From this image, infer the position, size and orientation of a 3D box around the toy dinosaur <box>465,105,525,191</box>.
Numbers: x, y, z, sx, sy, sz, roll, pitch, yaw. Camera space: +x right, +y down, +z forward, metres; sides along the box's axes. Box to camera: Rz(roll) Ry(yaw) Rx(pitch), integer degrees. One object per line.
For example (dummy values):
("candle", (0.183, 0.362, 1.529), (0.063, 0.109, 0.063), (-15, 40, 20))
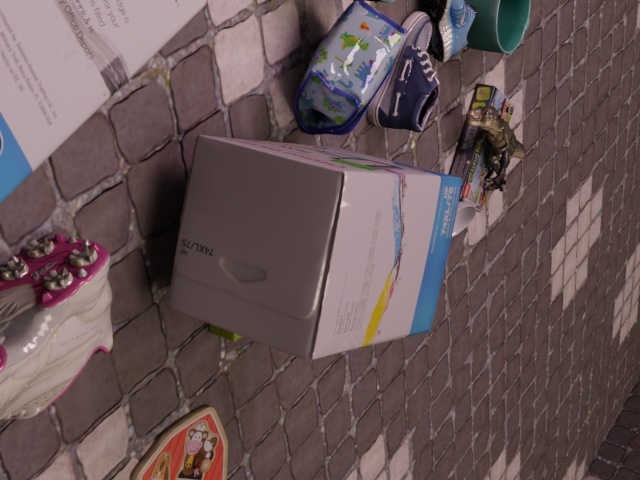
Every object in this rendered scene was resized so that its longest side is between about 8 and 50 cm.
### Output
("toy dinosaur", (0.316, -0.149, 1.645), (0.268, 0.064, 0.118), (23, 78, -61))

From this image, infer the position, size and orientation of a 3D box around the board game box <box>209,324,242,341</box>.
("board game box", (-0.092, 0.022, 1.162), (0.092, 0.043, 0.181), (-25, 124, -51))

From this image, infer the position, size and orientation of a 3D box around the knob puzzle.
("knob puzzle", (-0.167, 0.303, 1.184), (0.213, 0.030, 0.213), (-30, 128, -48))

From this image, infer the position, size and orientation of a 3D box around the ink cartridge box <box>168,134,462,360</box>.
("ink cartridge box", (0.000, 0.000, 1.063), (0.270, 0.198, 0.197), (-4, 108, -57))

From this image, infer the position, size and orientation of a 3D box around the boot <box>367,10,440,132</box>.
("boot", (0.144, -0.243, 1.372), (0.069, 0.086, 0.190), (37, 72, -57))

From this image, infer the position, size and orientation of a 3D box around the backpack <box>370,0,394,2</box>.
("backpack", (0.055, -0.387, 1.116), (0.165, 0.144, 0.189), (-2, 102, -52))

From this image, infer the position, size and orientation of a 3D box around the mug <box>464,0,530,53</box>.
("mug", (0.267, -0.360, 1.503), (0.130, 0.097, 0.158), (-60, 147, -22))

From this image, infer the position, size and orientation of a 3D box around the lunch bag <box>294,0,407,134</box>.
("lunch bag", (0.030, -0.207, 1.185), (0.129, 0.096, 0.151), (-58, -172, -20))

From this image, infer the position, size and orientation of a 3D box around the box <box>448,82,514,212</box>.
("box", (0.283, -0.162, 1.677), (0.114, 0.036, 0.207), (20, 86, -58))

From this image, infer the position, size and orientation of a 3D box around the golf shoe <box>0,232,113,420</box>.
("golf shoe", (-0.290, 0.126, 0.836), (0.306, 0.115, 0.140), (-44, 141, -38))

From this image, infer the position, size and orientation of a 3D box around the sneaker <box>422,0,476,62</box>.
("sneaker", (0.196, -0.351, 1.413), (0.073, 0.063, 0.162), (-25, 138, -20))

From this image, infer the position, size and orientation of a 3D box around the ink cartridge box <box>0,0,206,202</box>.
("ink cartridge box", (-0.252, -0.198, 0.725), (0.307, 0.129, 0.223), (-53, 143, -31))

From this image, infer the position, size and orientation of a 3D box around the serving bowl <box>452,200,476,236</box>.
("serving bowl", (0.230, -0.040, 1.637), (0.083, 0.027, 0.083), (-28, 152, -16))
